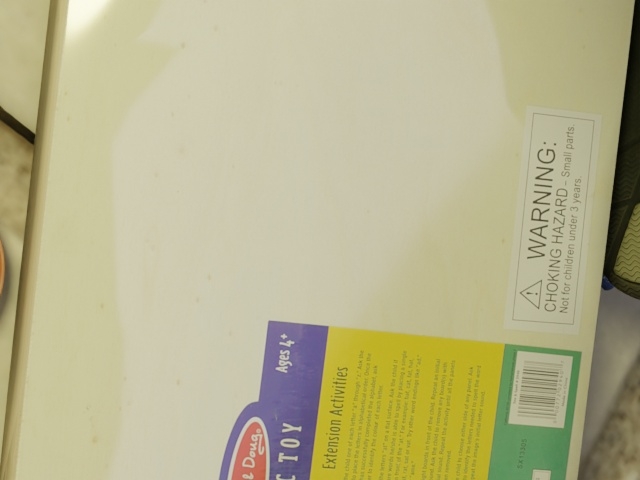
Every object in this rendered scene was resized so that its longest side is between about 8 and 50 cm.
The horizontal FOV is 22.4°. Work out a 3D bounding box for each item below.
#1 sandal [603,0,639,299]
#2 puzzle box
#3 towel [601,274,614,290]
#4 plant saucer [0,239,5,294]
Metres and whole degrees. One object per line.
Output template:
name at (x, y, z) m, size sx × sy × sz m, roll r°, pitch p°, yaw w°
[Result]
sandal at (0.211, -0.113, 0.789) m, size 0.086 × 0.120 × 0.303 m, roll 19°, pitch 84°, yaw -36°
puzzle box at (0.000, 0.000, 0.741) m, size 0.272 × 0.052 × 0.409 m, roll 7°, pitch 91°, yaw -20°
towel at (0.169, -0.139, 0.846) m, size 0.209 × 0.034 × 0.285 m, roll 47°, pitch 74°, yaw -20°
plant saucer at (-0.178, 0.012, 0.694) m, size 0.083 × 0.013 × 0.083 m, roll -2°, pitch 94°, yaw -25°
